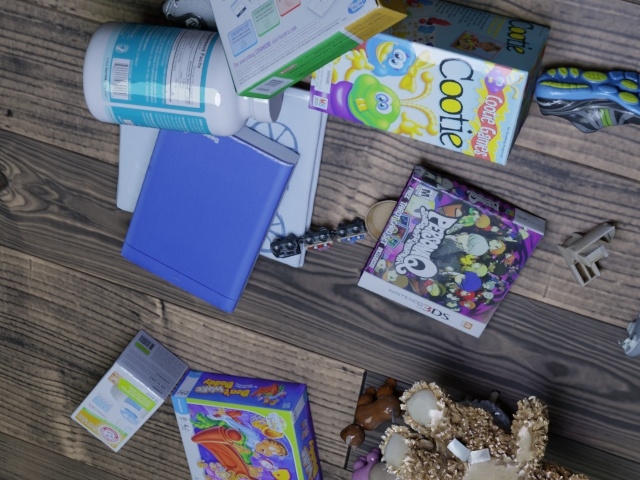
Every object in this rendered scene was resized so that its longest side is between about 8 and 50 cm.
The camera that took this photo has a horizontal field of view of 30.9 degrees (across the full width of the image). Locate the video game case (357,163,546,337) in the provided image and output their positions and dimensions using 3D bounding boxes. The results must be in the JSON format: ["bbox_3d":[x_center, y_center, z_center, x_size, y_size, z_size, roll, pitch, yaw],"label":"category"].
[{"bbox_3d":[0.192,0.020,1.734,0.210,0.042,0.232,24,129,-2],"label":"video game case"}]

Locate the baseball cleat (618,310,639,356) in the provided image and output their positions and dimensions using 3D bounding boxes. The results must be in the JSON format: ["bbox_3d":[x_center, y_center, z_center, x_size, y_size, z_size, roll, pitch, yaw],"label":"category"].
[{"bbox_3d":[0.516,0.109,1.649,0.109,0.072,0.206,24,132,-2],"label":"baseball cleat"}]

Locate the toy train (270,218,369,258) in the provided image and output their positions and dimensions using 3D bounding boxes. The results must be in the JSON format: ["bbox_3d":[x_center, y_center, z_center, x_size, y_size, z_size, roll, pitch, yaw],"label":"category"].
[{"bbox_3d":[0.000,0.000,1.794,0.158,0.027,0.036,-14,129,9],"label":"toy train"}]

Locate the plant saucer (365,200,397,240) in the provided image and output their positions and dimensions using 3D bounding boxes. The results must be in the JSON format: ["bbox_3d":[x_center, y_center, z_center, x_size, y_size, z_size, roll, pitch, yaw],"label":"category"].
[{"bbox_3d":[0.110,-0.029,1.760,0.083,0.015,0.083,8,126,11],"label":"plant saucer"}]

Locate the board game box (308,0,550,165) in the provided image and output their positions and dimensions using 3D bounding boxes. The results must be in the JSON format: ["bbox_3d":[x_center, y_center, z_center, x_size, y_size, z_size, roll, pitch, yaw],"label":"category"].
[{"bbox_3d":[0.142,-0.226,1.533,0.275,0.144,0.142,17,128,13],"label":"board game box"}]

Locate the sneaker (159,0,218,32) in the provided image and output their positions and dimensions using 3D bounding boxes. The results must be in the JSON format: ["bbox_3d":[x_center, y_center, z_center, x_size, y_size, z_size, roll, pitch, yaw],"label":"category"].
[{"bbox_3d":[-0.197,-0.372,1.619,0.132,0.086,0.228,-24,111,37],"label":"sneaker"}]

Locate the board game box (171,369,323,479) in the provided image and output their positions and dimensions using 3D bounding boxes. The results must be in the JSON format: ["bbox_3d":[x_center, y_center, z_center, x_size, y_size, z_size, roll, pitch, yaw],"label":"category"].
[{"bbox_3d":[-0.122,0.407,2.122,0.233,0.078,0.347,4,124,21],"label":"board game box"}]

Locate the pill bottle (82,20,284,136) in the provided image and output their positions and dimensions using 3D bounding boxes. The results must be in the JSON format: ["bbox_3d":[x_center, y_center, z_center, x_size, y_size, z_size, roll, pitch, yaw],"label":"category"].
[{"bbox_3d":[-0.188,-0.225,1.631,0.264,0.146,0.146,8,125,10],"label":"pill bottle"}]

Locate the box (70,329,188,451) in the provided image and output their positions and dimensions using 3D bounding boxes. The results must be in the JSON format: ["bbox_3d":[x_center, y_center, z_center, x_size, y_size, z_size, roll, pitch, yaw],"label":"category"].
[{"bbox_3d":[-0.350,0.277,2.115,0.114,0.103,0.203,40,129,-5],"label":"box"}]

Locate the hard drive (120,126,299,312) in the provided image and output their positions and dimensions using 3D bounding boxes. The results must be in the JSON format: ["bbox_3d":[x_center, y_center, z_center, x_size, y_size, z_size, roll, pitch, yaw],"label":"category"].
[{"bbox_3d":[-0.180,-0.051,1.810,0.210,0.040,0.318,28,128,4],"label":"hard drive"}]

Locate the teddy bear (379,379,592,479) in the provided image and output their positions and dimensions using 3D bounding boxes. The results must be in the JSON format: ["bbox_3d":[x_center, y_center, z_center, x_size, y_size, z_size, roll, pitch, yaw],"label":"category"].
[{"bbox_3d":[0.257,0.340,1.780,0.338,0.113,0.245,10,100,9],"label":"teddy bear"}]

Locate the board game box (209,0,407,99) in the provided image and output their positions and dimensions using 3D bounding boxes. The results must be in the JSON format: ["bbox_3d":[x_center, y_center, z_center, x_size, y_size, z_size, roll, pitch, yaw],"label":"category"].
[{"bbox_3d":[-0.045,-0.372,1.458,0.242,0.064,0.316,-25,75,35],"label":"board game box"}]

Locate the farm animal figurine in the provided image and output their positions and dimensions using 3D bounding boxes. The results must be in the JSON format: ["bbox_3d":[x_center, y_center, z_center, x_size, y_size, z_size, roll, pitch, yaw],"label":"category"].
[{"bbox_3d":[0.173,0.410,1.936,0.327,0.172,0.330,-1,122,24],"label":"farm animal figurine"}]

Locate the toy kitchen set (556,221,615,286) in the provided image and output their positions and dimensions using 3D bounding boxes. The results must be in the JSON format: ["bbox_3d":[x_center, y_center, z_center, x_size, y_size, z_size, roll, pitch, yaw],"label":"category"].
[{"bbox_3d":[0.396,0.024,1.647,0.068,0.083,0.075,-35,110,-6],"label":"toy kitchen set"}]

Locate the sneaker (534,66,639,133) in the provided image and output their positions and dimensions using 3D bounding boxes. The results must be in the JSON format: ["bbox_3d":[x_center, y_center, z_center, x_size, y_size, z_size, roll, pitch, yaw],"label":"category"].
[{"bbox_3d":[0.376,-0.179,1.525,0.188,0.067,0.078,11,147,14],"label":"sneaker"}]

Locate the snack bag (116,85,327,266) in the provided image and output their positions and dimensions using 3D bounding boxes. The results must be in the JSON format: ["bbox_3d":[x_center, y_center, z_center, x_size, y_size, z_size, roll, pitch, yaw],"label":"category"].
[{"bbox_3d":[-0.166,-0.131,1.801,0.342,0.037,0.323,17,127,12],"label":"snack bag"}]
